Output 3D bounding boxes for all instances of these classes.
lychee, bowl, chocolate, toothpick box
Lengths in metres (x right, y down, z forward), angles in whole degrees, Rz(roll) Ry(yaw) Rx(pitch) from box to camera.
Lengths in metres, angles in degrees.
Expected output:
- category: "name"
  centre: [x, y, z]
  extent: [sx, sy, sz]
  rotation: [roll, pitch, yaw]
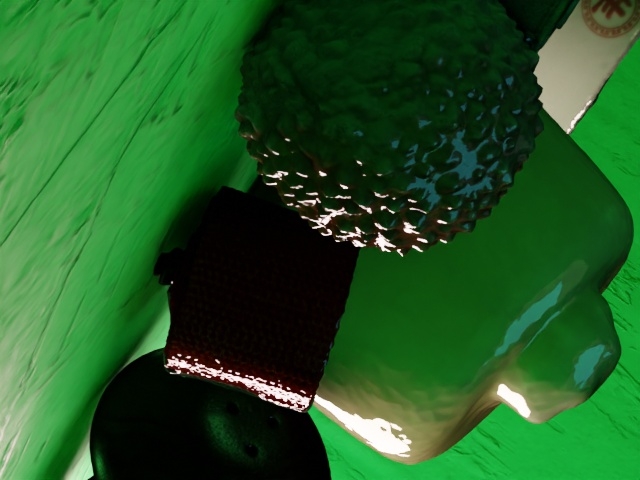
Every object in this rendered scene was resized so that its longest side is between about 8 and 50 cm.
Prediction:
- category: "lychee"
  centre: [0.042, -0.074, 1.004]
  extent: [0.197, 0.165, 0.165]
  rotation: [-1, 134, -50]
- category: "bowl"
  centre: [0.270, -0.259, 1.888]
  extent: [0.337, 0.157, 0.337]
  rotation: [-54, 176, -5]
- category: "chocolate"
  centre: [0.096, 0.021, 1.479]
  extent: [0.314, 0.297, 0.326]
  rotation: [-50, 178, 24]
- category: "toothpick box"
  centre: [-0.118, 0.211, 1.425]
  extent: [0.294, 0.192, 0.192]
  rotation: [-51, 178, 43]

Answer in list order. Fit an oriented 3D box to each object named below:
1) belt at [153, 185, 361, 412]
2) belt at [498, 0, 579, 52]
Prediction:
- category: "belt"
  centre: [-0.047, 0.035, 1.205]
  extent: [0.201, 0.124, 0.128]
  rotation: [125, -18, -86]
- category: "belt"
  centre: [0.174, -0.237, 1.387]
  extent: [0.267, 0.116, 0.206]
  rotation: [-52, 176, -39]
